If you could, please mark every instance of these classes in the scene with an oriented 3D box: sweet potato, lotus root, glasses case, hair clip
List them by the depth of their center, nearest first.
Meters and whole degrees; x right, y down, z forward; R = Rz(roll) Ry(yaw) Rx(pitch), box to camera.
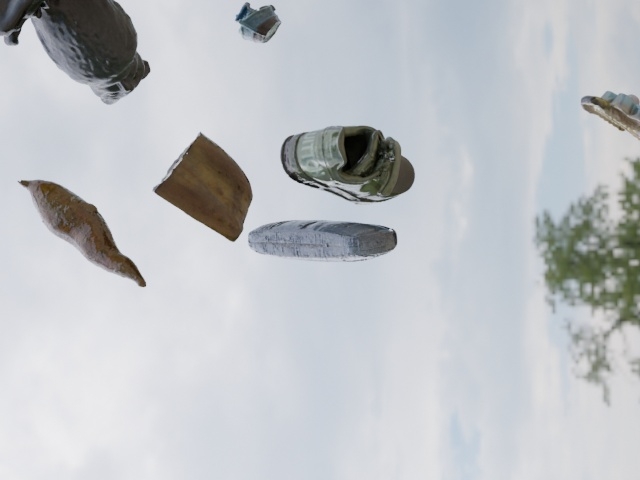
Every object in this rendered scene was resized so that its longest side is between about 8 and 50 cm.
[{"bbox_3d":[0.350,-0.099,1.238,0.214,0.062,0.056,37,-99,-23],"label":"hair clip"},{"bbox_3d":[-0.149,-0.076,1.612,0.135,0.095,0.159,36,-167,-21],"label":"lotus root"},{"bbox_3d":[-0.311,-0.011,1.640,0.068,0.226,0.068,-48,-9,-10],"label":"sweet potato"},{"bbox_3d":[0.000,0.000,1.974,0.109,0.282,0.067,-12,-81,-45],"label":"glasses case"}]

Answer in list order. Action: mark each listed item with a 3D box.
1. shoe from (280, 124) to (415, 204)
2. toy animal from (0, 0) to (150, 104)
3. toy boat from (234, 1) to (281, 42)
[{"bbox_3d":[0.084,-0.124,2.001,0.293,0.149,0.109,8,-100,-43],"label":"shoe"},{"bbox_3d":[-0.229,-0.198,1.091,0.117,0.121,0.210,53,174,22],"label":"toy animal"},{"bbox_3d":[-0.098,-0.332,1.851,0.060,0.061,0.137,-57,3,20],"label":"toy boat"}]
